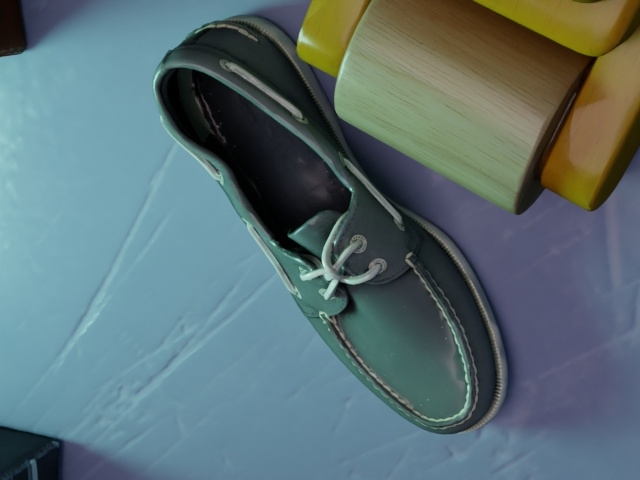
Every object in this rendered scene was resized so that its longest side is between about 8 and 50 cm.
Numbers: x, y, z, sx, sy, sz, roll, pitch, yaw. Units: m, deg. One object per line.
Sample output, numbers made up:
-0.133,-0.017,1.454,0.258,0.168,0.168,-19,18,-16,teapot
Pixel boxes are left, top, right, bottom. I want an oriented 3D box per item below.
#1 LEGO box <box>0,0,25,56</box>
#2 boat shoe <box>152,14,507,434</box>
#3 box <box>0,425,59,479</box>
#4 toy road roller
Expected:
-0.441,-0.339,1.076,0.372,0.193,0.500,-3,102,20,LEGO box
0.000,0.000,1.036,0.116,0.099,0.319,-35,88,27,boat shoe
-0.420,0.406,1.121,0.297,0.480,0.471,7,107,21,box
0.104,-0.170,0.864,0.202,0.240,0.329,30,114,15,toy road roller
